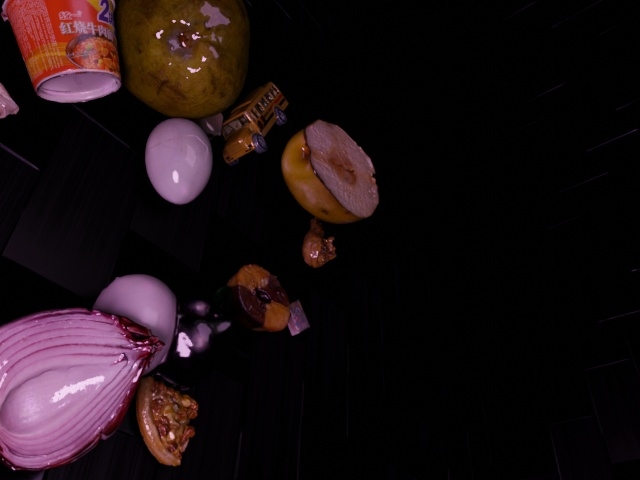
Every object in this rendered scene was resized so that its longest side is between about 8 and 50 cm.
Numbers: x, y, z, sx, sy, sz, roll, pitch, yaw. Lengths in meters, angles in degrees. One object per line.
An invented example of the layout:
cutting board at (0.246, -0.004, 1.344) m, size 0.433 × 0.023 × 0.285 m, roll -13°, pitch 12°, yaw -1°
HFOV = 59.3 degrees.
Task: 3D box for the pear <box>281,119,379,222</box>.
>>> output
pear at (0.008, -0.193, 1.783) m, size 0.386 × 0.191 × 0.340 m, roll 18°, pitch 53°, yaw -48°

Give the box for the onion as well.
onion at (-0.385, 0.206, 0.870) m, size 0.283 × 0.120 × 0.227 m, roll -19°, pitch 102°, yaw -33°

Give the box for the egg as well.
egg at (-0.322, -0.181, 1.283) m, size 0.151 × 0.151 × 0.209 m, roll 23°, pitch 51°, yaw -50°

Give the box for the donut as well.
donut at (-0.157, 0.147, 1.385) m, size 0.184 × 0.073 × 0.166 m, roll 30°, pitch 46°, yaw -45°

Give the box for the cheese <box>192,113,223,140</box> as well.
cheese at (-0.307, -0.351, 1.538) m, size 0.092 × 0.047 × 0.171 m, roll 33°, pitch 42°, yaw -46°

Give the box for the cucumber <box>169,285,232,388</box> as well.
cucumber at (-0.248, 0.204, 1.215) m, size 0.056 × 0.056 × 0.284 m, roll 50°, pitch 36°, yaw -25°

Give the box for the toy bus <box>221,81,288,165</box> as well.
toy bus at (-0.195, -0.344, 1.629) m, size 0.123 × 0.121 × 0.335 m, roll 57°, pitch 29°, yaw -23°

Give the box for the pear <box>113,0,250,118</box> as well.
pear at (-0.319, -0.455, 1.300) m, size 0.352 × 0.352 × 0.413 m, roll 51°, pitch -1°, yaw -23°

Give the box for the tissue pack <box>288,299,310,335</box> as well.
tissue pack at (-0.067, 0.208, 1.524) m, size 0.063 × 0.035 × 0.083 m, roll -21°, pitch 86°, yaw -60°

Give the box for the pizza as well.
pizza at (-0.286, 0.329, 1.068) m, size 0.134 × 0.046 × 0.175 m, roll -26°, pitch 91°, yaw -61°

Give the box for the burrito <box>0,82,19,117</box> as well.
burrito at (-0.608, -0.286, 1.008) m, size 0.149 × 0.041 × 0.055 m, roll 52°, pitch 45°, yaw -21°

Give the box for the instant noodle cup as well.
instant noodle cup at (-0.498, -0.382, 1.117) m, size 0.213 × 0.213 × 0.174 m, roll -11°, pitch 87°, yaw -60°

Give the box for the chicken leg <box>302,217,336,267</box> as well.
chicken leg at (-0.003, -0.001, 1.735) m, size 0.207 × 0.101 × 0.085 m, roll -88°, pitch 172°, yaw -53°

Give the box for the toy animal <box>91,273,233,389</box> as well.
toy animal at (-0.304, 0.161, 1.036) m, size 0.235 × 0.165 × 0.187 m, roll 22°, pitch 32°, yaw -32°
